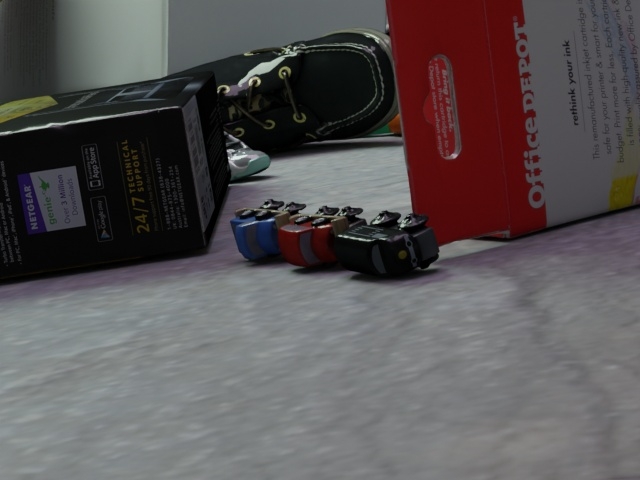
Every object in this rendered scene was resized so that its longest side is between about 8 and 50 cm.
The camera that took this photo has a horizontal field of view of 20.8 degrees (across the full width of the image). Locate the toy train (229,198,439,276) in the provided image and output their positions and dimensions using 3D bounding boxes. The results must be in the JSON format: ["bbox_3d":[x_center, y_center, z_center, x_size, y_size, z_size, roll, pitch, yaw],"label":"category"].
[{"bbox_3d":[0.000,0.000,0.819,0.036,0.027,0.158,-25,16,-27],"label":"toy train"}]

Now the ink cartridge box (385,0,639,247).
[{"bbox_3d":[0.117,-0.081,0.862,0.231,0.134,0.078,-13,10,-29],"label":"ink cartridge box"}]

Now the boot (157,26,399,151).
[{"bbox_3d":[-0.064,-0.098,1.331,0.179,0.085,0.236,-19,9,-38],"label":"boot"}]

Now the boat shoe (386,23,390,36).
[{"bbox_3d":[0.118,-0.181,1.702,0.258,0.095,0.084,-15,6,45],"label":"boat shoe"}]

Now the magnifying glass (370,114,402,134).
[{"bbox_3d":[0.053,-0.098,1.395,0.092,0.026,0.231,-12,10,-24],"label":"magnifying glass"}]

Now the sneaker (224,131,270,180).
[{"bbox_3d":[-0.080,-0.076,1.237,0.098,0.069,0.038,-2,12,38],"label":"sneaker"}]

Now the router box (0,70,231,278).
[{"bbox_3d":[-0.184,-0.038,1.053,0.243,0.081,0.309,-9,9,2],"label":"router box"}]

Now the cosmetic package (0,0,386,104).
[{"bbox_3d":[-0.147,-0.209,1.710,0.230,0.161,0.453,1,1,-30],"label":"cosmetic package"}]
